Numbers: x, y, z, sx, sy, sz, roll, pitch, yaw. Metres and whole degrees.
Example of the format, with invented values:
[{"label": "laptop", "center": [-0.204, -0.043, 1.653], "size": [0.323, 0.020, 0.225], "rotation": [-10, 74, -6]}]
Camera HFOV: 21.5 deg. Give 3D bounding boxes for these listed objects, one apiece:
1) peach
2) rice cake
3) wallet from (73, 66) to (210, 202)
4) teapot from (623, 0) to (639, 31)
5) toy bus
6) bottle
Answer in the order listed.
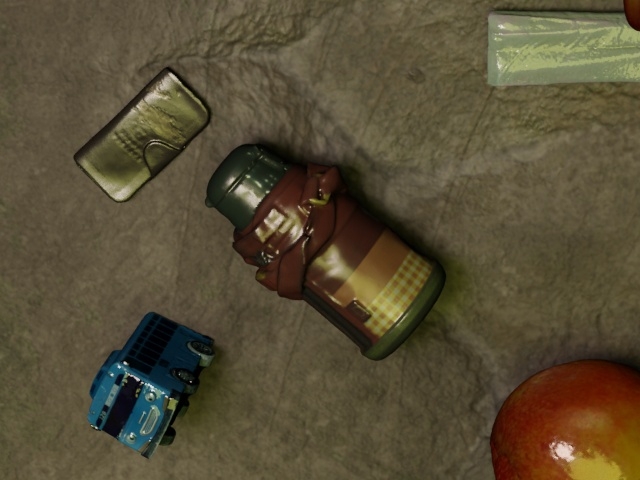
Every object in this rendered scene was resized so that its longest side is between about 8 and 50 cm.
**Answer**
[{"label": "peach", "center": [0.294, 0.242, 1.831], "size": [0.231, 0.231, 0.231], "rotation": [2, 108, 5]}, {"label": "rice cake", "center": [0.287, -0.204, 1.774], "size": [0.221, 0.042, 0.080], "rotation": [0, 103, 7]}, {"label": "wallet", "center": [-0.196, -0.114, 1.862], "size": [0.156, 0.018, 0.082], "rotation": [-40, 100, 15]}, {"label": "teapot", "center": [0.341, -0.335, 1.687], "size": [0.178, 0.135, 0.252], "rotation": [19, 121, 40]}, {"label": "toy bus", "center": [-0.189, 0.157, 1.860], "size": [0.106, 0.185, 0.090], "rotation": [28, 108, -1]}, {"label": "bottle", "center": [0.000, 0.000, 1.815], "size": [0.271, 0.143, 0.156], "rotation": [39, 107, -6]}]
